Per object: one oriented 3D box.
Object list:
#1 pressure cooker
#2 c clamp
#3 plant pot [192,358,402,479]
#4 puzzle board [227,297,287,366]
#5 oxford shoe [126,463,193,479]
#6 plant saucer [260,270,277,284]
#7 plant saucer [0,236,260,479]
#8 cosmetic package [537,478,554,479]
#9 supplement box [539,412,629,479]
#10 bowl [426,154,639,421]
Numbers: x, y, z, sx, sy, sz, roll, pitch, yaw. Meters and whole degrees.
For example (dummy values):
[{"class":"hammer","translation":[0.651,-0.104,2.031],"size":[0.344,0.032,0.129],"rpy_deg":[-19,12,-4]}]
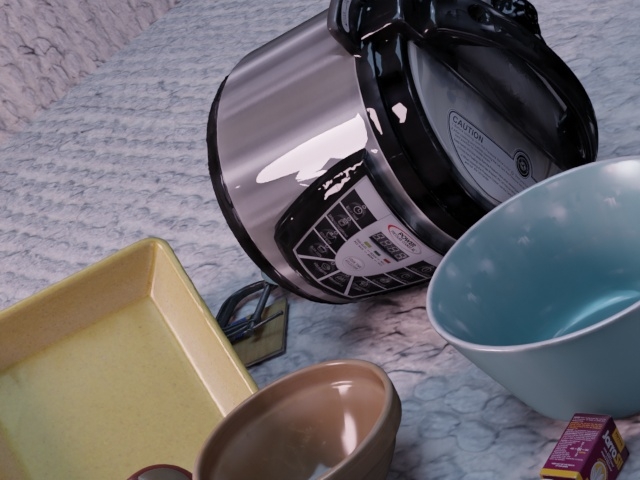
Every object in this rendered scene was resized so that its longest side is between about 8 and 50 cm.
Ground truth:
[{"class":"pressure cooker","translation":[0.111,-0.141,1.655],"size":[0.420,0.376,0.370],"rpy_deg":[-22,-3,38]},{"class":"c clamp","translation":[-0.096,0.096,1.898],"size":[0.137,0.022,0.161],"rpy_deg":[-29,21,19]},{"class":"plant pot","translation":[-0.008,0.240,1.445],"size":[0.237,0.110,0.237],"rpy_deg":[-24,24,12]},{"class":"puzzle board","translation":[-0.089,0.134,1.855],"size":[0.096,0.011,0.128],"rpy_deg":[-26,25,15]},{"class":"oxford shoe","translation":[-0.222,0.399,1.404],"size":[0.123,0.130,0.348],"rpy_deg":[23,50,21]},{"class":"plant saucer","translation":[0.000,0.000,1.932],"size":[0.195,0.037,0.195],"rpy_deg":[-17,21,7]},{"class":"plant saucer","translation":[-0.259,0.203,1.637],"size":[0.332,0.081,0.333],"rpy_deg":[-28,66,-15]},{"class":"cosmetic package","translation":[0.138,0.318,1.095],"size":[0.151,0.151,0.184],"rpy_deg":[-17,29,29]},{"class":"supplement box","translation":[0.250,0.212,1.282],"size":[0.043,0.055,0.083],"rpy_deg":[-3,38,43]},{"class":"bowl","translation":[0.281,0.067,1.386],"size":[0.311,0.163,0.311],"rpy_deg":[-25,26,13]}]
